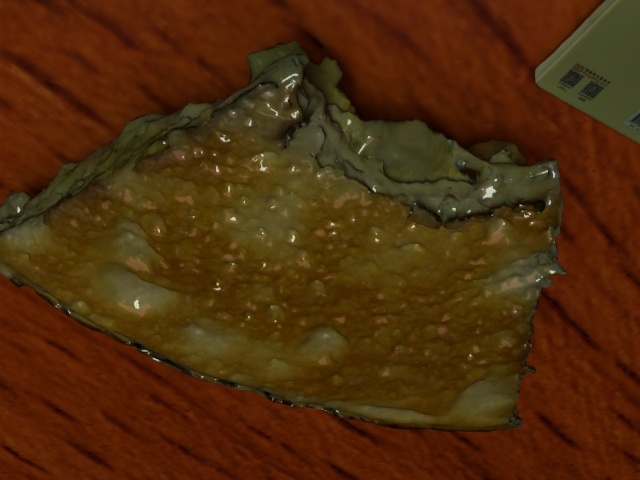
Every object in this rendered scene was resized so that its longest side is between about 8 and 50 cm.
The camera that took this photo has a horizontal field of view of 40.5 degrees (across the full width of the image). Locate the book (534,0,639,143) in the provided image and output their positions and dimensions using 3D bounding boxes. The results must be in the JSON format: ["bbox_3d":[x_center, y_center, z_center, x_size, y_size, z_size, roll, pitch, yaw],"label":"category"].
[{"bbox_3d":[0.165,-0.095,0.403,0.077,0.014,0.111,24,137,-18],"label":"book"}]

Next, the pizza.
[{"bbox_3d":[0.000,0.000,0.448,0.323,0.089,0.223,20,132,-16],"label":"pizza"}]
